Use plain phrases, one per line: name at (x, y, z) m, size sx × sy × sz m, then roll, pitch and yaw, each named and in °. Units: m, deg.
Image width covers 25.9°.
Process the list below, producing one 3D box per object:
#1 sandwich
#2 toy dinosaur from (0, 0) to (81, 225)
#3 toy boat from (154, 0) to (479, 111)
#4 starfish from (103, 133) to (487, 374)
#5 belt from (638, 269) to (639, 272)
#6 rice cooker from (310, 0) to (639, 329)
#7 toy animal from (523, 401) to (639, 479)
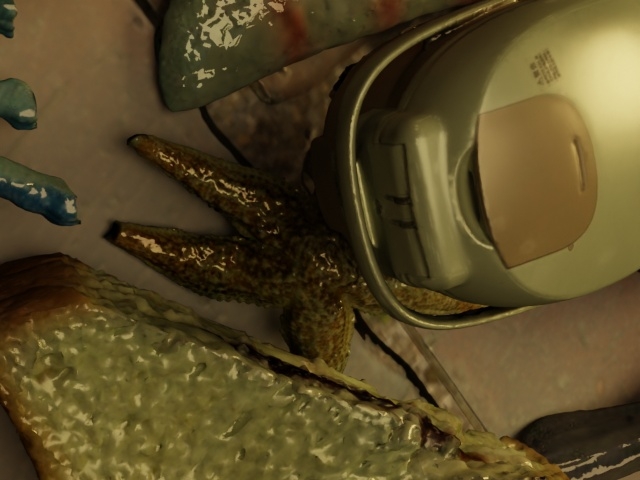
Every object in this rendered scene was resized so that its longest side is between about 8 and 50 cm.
sandwich at (-0.010, 0.115, 0.675) m, size 0.254 × 0.099 × 0.289 m, roll -20°, pitch 107°, yaw -1°
toy dinosaur at (-0.178, -0.076, 0.602) m, size 0.144 × 0.076 × 0.329 m, roll 0°, pitch 104°, yaw -22°
toy boat at (0.035, -0.160, 0.716) m, size 0.282 × 0.096 × 0.206 m, roll -22°, pitch 112°, yaw -12°
starfish at (0.001, 0.001, 0.712) m, size 0.223 × 0.050 × 0.217 m, roll 15°, pitch 97°, yaw -24°
belt at (0.255, -0.072, 0.833) m, size 0.261 × 0.105 × 0.184 m, roll -27°, pitch 111°, yaw -21°
rice cooker at (0.091, -0.044, 0.653) m, size 0.206 × 0.127 × 0.145 m, roll -19°, pitch 106°, yaw -23°
toy animal at (0.315, 0.078, 0.873) m, size 0.367 × 0.081 × 0.206 m, roll -30°, pitch 145°, yaw 9°
